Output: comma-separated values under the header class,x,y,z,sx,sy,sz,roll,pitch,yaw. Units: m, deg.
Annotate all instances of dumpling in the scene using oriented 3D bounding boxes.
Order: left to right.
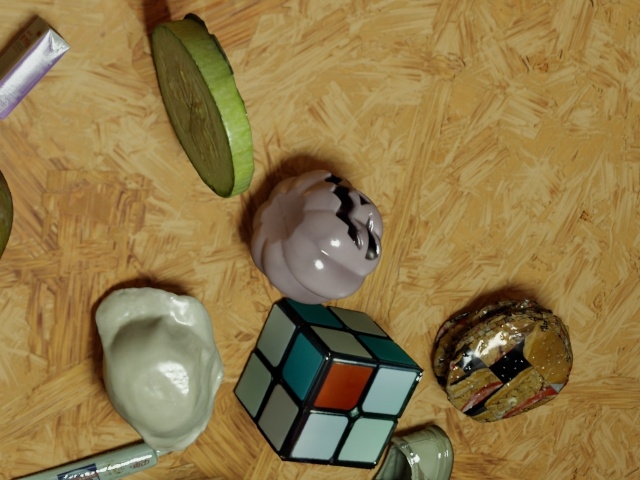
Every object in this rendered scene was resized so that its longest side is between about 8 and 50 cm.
class,x,y,z,sx,sy,sz,roll,pitch,yaw
dumpling,-0.209,0.173,1.543,0.162,0.132,0.250,-20,110,-8

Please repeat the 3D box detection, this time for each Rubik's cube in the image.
class,x,y,z,sx,sy,sz,roll,pitch,yaw
Rubik's cube,0.009,0.207,1.661,0.183,0.167,0.180,15,108,-37

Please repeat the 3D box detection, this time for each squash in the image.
class,x,y,z,sx,sy,sz,roll,pitch,yaw
squash,-0.138,-0.150,1.337,0.041,0.219,0.219,-20,125,-19

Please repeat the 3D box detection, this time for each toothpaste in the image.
class,x,y,z,sx,sy,sz,roll,pitch,yaw
toothpaste,-0.323,0.328,1.626,0.233,0.038,0.060,-16,120,-18

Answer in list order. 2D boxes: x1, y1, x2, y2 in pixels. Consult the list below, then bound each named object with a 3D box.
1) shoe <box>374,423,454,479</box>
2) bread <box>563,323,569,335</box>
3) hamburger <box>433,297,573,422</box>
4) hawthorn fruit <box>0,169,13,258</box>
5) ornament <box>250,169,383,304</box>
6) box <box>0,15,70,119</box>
class,x,y,z,sx,sy,sz,roll,pitch,yaw
shoe,0.134,0.432,1.911,0.098,0.103,0.275,3,109,-30
bread,0.373,0.194,1.936,0.074,0.053,0.132,-4,120,-27
hamburger,0.293,0.196,1.830,0.231,0.107,0.231,-4,118,-8
hawthorn fruit,-0.484,-0.031,1.182,0.268,0.268,0.301,-47,120,2
ornament,0.000,-0.001,1.533,0.177,0.177,0.178,-14,123,-23
box,-0.338,-0.195,1.302,0.117,0.050,0.036,-46,131,3
